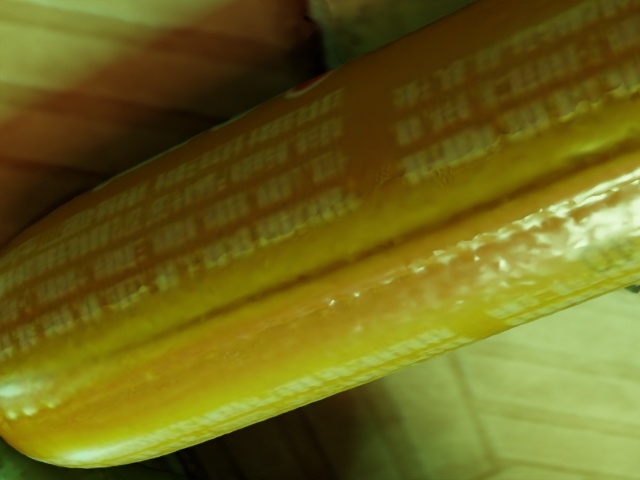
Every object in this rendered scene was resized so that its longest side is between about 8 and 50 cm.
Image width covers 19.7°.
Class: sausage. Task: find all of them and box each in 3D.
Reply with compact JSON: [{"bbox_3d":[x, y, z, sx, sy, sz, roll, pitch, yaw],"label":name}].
[{"bbox_3d":[0.000,0.000,0.554,0.312,0.093,0.093,-23,134,30],"label":"sausage"}]

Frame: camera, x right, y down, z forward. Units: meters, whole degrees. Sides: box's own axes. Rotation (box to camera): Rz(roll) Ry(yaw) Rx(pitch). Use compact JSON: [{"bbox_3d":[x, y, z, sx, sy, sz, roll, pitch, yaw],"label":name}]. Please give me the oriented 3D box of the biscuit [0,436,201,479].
[{"bbox_3d":[-0.067,0.156,0.696,0.329,0.078,0.335,-7,129,47],"label":"biscuit"}]
